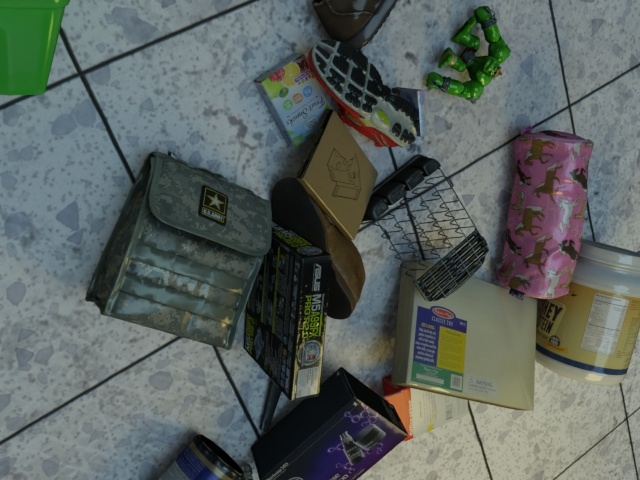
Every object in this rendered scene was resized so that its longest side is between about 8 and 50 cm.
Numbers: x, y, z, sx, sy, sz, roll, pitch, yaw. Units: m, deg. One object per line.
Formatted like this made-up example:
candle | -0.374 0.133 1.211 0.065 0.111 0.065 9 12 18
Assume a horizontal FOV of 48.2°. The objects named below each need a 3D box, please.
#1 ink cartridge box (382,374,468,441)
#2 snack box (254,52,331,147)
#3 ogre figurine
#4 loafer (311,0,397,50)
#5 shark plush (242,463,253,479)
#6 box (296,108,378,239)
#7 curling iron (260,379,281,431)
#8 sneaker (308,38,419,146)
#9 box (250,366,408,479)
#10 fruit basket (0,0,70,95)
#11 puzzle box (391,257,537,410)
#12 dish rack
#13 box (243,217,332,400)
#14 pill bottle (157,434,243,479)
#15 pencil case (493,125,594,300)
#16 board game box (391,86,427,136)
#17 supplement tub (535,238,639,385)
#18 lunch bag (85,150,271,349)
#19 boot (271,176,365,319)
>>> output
ink cartridge box | 0.221 0.361 1.625 0.231 0.078 0.134 -14 109 -26
snack box | -0.045 -0.258 1.318 0.100 0.037 0.141 -37 120 -15
ogre figurine | 0.315 -0.372 1.468 0.118 0.097 0.197 35 69 -15
loafer | 0.111 -0.519 1.278 0.130 0.134 0.366 33 86 -33
shark plush | -0.137 0.490 1.418 0.073 0.161 0.067 -32 87 -32
box | 0.038 -0.123 1.355 0.201 0.021 0.164 48 55 -43
curling iron | -0.068 0.264 1.454 0.068 0.035 0.274 18 94 -33
sneaker | 0.063 -0.256 1.334 0.279 0.118 0.107 39 61 -33
box | 0.018 0.411 1.465 0.261 0.103 0.184 -43 120 9
fruit basket | -0.520 -0.383 0.893 0.392 0.283 0.392 -17 129 -22
puzzle box | 0.335 0.219 1.608 0.409 0.052 0.272 19 70 -32
dish rack | 0.221 -0.019 1.485 0.208 0.074 0.271 -38 105 -14
box | -0.066 0.119 1.296 0.060 0.216 0.270 -5 110 -28
pill bottle | -0.260 0.489 1.355 0.219 0.123 0.123 -49 122 -10
pencil case | 0.504 -0.061 1.621 0.167 0.160 0.386 0 104 -22
board game box | 0.176 -0.255 1.417 0.020 0.090 0.090 -16 111 -26
supplement tub | 0.661 0.168 1.738 0.228 0.228 0.316 7 100 -32
lunch bag | -0.226 0.013 1.218 0.235 0.169 0.287 23 84 -30
boot | 0.000 0.000 1.403 0.115 0.112 0.305 -49 122 -46
